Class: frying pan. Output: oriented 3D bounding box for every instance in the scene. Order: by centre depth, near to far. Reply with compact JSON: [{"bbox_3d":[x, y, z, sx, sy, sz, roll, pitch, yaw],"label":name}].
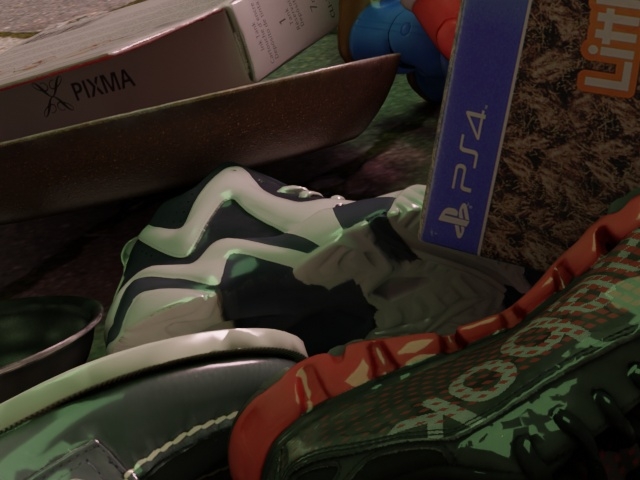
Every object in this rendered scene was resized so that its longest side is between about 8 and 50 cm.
[{"bbox_3d":[-0.187,0.076,0.666,0.197,0.053,0.326,-14,11,-10],"label":"frying pan"}]

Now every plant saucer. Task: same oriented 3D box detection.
[{"bbox_3d":[-0.096,-0.060,0.923,0.310,0.050,0.310,-14,6,2],"label":"plant saucer"}]

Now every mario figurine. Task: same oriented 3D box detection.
[{"bbox_3d":[0.153,-0.141,0.933,0.198,0.170,0.320,-22,24,-27],"label":"mario figurine"}]

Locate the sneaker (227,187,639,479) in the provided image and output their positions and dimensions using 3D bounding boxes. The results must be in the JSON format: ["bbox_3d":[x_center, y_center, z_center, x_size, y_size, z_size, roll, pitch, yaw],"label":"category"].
[{"bbox_3d":[0.098,0.064,0.539,0.276,0.098,0.135,-27,30,6],"label":"sneaker"}]

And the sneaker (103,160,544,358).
[{"bbox_3d":[0.000,0.000,0.768,0.235,0.094,0.153,-22,32,0],"label":"sneaker"}]

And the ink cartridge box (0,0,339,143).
[{"bbox_3d":[-0.169,-0.117,1.078,0.296,0.066,0.261,-10,19,35],"label":"ink cartridge box"}]

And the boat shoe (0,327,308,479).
[{"bbox_3d":[-0.124,0.126,0.582,0.319,0.116,0.099,-19,67,-33],"label":"boat shoe"}]

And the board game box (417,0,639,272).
[{"bbox_3d":[0.211,-0.093,0.616,0.291,0.232,0.141,14,29,11],"label":"board game box"}]

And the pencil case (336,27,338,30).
[{"bbox_3d":[0.072,-0.292,1.292,0.159,0.184,0.410,-10,24,5],"label":"pencil case"}]
